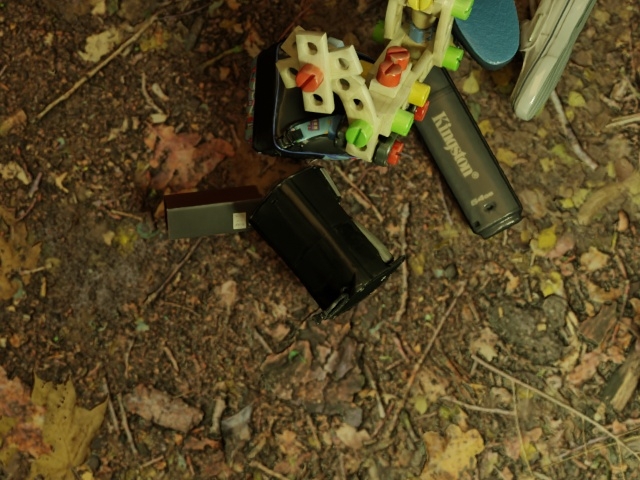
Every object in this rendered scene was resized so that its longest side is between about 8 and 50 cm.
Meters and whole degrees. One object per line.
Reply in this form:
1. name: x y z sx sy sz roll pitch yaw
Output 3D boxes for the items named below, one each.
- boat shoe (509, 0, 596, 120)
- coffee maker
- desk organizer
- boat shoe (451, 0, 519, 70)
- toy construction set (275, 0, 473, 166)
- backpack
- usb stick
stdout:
1. boat shoe: 0.296 -0.266 1.816 0.075 0.083 0.226 26 74 17
2. coffee maker: 0.000 0.000 1.757 0.120 0.171 0.178 -44 81 16
3. desk organizer: -0.144 -0.039 1.831 0.130 0.050 0.047 -7 117 -11
4. boat shoe: 0.189 -0.339 1.822 0.109 0.089 0.258 -17 76 -15
5. toy construction set: 0.083 -0.223 1.664 0.151 0.215 0.327 33 46 20
6. backpack: 0.001 -0.180 1.803 0.173 0.117 0.158 4 85 -27
7. usb stick: 0.177 -0.135 1.819 0.077 0.045 0.278 -28 83 0
